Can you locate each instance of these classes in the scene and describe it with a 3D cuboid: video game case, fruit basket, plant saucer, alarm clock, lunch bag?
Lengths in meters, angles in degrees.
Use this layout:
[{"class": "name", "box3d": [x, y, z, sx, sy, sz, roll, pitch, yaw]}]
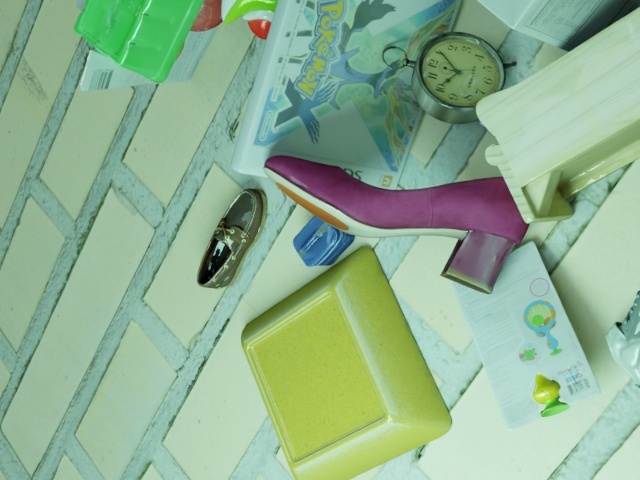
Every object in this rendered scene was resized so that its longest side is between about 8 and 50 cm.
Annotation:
[{"class": "video game case", "box3d": [0.043, -0.235, 1.233, 0.036, 0.300, 0.329, 35, 112, 48]}, {"class": "fruit basket", "box3d": [-0.251, -0.410, 1.432, 0.165, 0.353, 0.327, 35, 114, 6]}, {"class": "plant saucer", "box3d": [0.009, 0.227, 1.404, 0.332, 0.081, 0.333, -35, 70, 32]}, {"class": "alarm clock", "box3d": [0.179, -0.239, 1.220, 0.192, 0.064, 0.129, 20, 69, -1]}, {"class": "lunch bag", "box3d": [0.000, 0.000, 1.416, 0.098, 0.065, 0.067, -49, 63, 27]}]

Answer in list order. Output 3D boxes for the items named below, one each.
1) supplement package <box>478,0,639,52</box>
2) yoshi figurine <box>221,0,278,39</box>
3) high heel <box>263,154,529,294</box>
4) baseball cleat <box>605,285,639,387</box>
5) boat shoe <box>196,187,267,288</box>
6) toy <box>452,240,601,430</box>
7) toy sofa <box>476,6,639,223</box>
[{"class": "supplement package", "box3d": [0.293, -0.375, 1.056, 0.199, 0.262, 0.198, 50, 119, 27]}, {"class": "yoshi figurine", "box3d": [-0.005, -0.377, 1.300, 0.203, 0.203, 0.362, -12, 126, 43]}, {"class": "high heel", "box3d": [0.115, -0.079, 1.198, 0.377, 0.127, 0.181, 26, 83, -8]}, {"class": "baseball cleat", "box3d": [0.417, 0.090, 1.088, 0.109, 0.072, 0.206, -9, 81, 44]}, {"class": "boat shoe", "box3d": [-0.164, -0.001, 1.542, 0.073, 0.073, 0.207, 34, 109, 34]}, {"class": "toy", "box3d": [0.290, 0.136, 1.187, 0.137, 0.056, 0.237, -29, 55, 21]}, {"class": "toy sofa", "box3d": [0.390, -0.177, 1.053, 0.362, 0.150, 0.177, -33, 74, 34]}]
